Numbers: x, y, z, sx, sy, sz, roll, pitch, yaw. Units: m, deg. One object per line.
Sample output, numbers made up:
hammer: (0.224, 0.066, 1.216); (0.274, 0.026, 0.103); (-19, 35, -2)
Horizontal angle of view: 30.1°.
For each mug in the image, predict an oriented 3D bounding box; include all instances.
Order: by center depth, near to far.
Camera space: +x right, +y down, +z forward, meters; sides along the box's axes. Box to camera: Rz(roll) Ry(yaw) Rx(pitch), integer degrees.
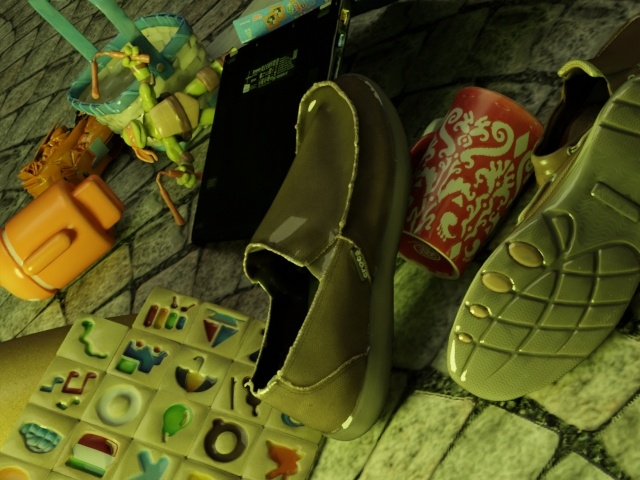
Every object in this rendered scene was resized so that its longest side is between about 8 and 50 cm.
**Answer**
mug: (0.139, -0.050, 1.211); (0.169, 0.113, 0.150); (-57, 5, -16)

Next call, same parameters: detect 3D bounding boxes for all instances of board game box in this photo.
board game box: (0.007, -0.323, 1.612); (0.211, 0.039, 0.160); (-19, 6, 23)

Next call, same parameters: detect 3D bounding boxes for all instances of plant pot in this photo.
plant pot: (-0.264, 0.185, 1.276); (0.254, 0.237, 0.237); (-28, 30, -3)

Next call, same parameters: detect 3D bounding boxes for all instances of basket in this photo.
basket: (-0.300, -0.276, 1.806); (0.201, 0.289, 0.255); (-55, 35, -11)

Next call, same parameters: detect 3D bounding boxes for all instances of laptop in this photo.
laptop: (0.039, -0.177, 1.469); (0.382, 0.236, 0.408); (175, 107, -67)

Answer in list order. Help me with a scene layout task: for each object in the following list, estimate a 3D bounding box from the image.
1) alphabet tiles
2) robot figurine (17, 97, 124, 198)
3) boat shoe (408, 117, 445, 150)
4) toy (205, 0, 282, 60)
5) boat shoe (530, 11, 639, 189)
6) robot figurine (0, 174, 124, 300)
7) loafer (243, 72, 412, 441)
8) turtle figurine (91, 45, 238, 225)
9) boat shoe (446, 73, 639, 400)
alphabet tiles: (-0.154, 0.201, 1.137); (0.285, 0.011, 0.342); (17, 55, 12)
robot figurine: (-0.381, -0.197, 2.003); (0.211, 0.085, 0.291); (-11, 42, 41)
boat shoe: (0.107, -0.081, 1.332); (0.040, 0.049, 0.142); (-13, 34, 49)
toy: (-0.068, -0.284, 1.778); (0.137, 0.056, 0.237); (-46, 36, -5)
boat shoe: (0.278, -0.145, 1.158); (0.095, 0.095, 0.257); (-6, 46, 46)
robot figurine: (-0.387, 0.000, 1.720); (0.219, 0.128, 0.158); (-39, 51, 4)
loafer: (0.000, 0.000, 1.128); (0.134, 0.130, 0.366); (-30, 53, 54)
turtle figurine: (-0.188, -0.169, 1.679); (0.217, 0.269, 0.087); (-26, -6, -13)
boat shoe: (0.227, 0.002, 1.038); (0.324, 0.123, 0.116); (-51, -3, 2)
